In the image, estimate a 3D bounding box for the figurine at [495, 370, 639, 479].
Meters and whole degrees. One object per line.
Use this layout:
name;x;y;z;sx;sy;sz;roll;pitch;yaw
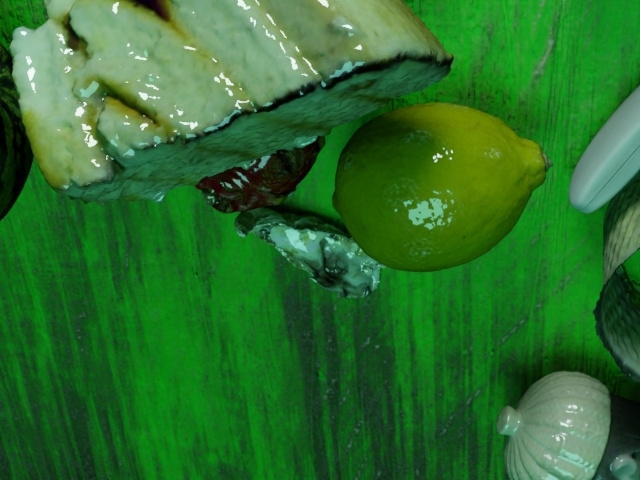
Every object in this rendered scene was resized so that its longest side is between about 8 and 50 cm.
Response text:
figurine;0.387;0.247;1.909;0.332;0.185;0.205;-12;98;-3

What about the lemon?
lemon;0.124;-0.058;1.656;0.248;0.184;0.184;-12;128;21

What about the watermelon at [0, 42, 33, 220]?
watermelon;-0.444;-0.115;1.637;0.285;0.285;0.285;5;132;6

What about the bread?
bread;-0.098;-0.210;1.499;0.395;0.264;0.239;-22;169;15

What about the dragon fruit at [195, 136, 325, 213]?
dragon fruit;-0.039;-0.126;1.664;0.125;0.125;0.246;29;123;-24

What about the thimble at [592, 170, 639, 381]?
thimble;0.437;0.036;1.702;0.270;0.150;0.271;5;132;6

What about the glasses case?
glasses case;0.327;-0.106;1.643;0.049;0.076;0.197;26;130;-11

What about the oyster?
oyster;0.001;0.003;1.831;0.106;0.061;0.200;-41;118;17
